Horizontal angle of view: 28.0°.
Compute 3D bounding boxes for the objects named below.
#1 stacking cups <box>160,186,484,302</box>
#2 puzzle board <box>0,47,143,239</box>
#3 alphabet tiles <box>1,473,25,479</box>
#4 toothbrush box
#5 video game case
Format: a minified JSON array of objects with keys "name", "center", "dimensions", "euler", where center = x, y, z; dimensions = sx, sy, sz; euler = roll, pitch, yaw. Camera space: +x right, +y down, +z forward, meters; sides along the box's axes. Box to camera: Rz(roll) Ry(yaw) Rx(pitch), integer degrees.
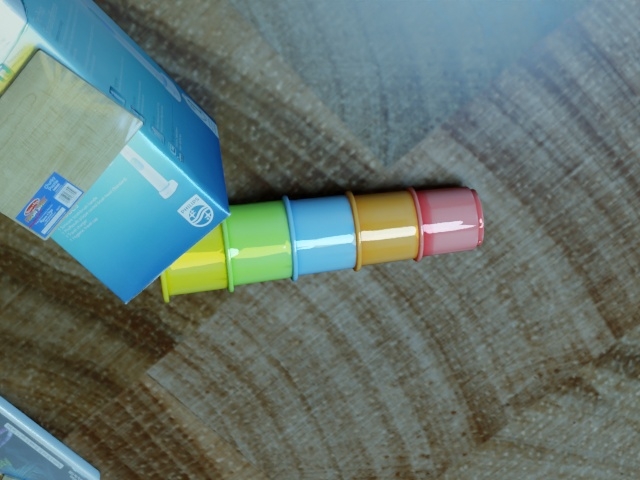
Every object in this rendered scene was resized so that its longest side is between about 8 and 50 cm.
[{"name":"stacking cups","center":[0.000,0.000,1.241],"dimensions":[0.316,0.096,0.096],"euler":[-5,117,-5]},{"name":"puzzle board","center":[-0.213,-0.072,0.983],"dimensions":[0.096,0.011,0.128],"euler":[35,108,-23]},{"name":"alphabet tiles","center":[-0.327,0.372,1.376],"dimensions":[0.198,0.009,0.237],"euler":[22,97,-17]},{"name":"toothbrush box","center":[-0.223,-0.122,1.083],"dimensions":[0.126,0.216,0.295],"euler":[-39,116,12]},{"name":"video game case","center":[-0.361,0.249,1.358],"dimensions":[0.173,0.022,0.190],"euler":[-41,115,13]}]
